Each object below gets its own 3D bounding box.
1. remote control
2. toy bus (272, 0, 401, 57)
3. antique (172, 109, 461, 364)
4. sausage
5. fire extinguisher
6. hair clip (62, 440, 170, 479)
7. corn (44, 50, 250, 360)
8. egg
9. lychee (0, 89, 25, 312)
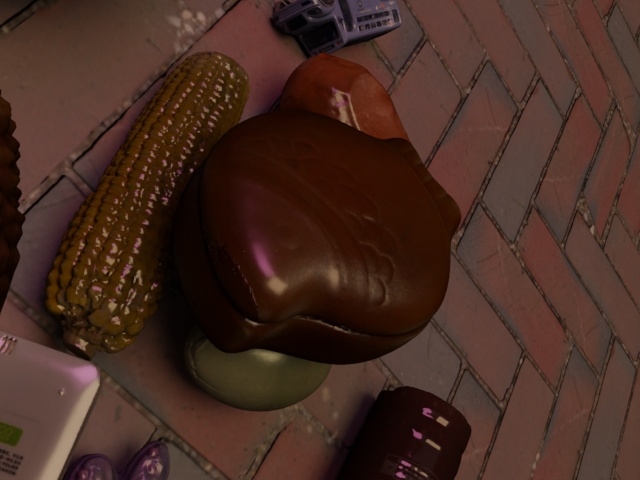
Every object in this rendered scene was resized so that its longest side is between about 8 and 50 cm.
[{"bbox_3d":[-0.245,0.189,0.473,0.103,0.034,0.250,21,65,-8],"label":"remote control"},{"bbox_3d":[0.024,-0.265,0.813,0.167,0.073,0.076,-30,105,-43],"label":"toy bus"},{"bbox_3d":[0.000,0.000,0.579,0.223,0.129,0.278,52,41,7],"label":"antique"},{"bbox_3d":[0.038,-0.077,0.754,0.133,0.133,0.258,-40,106,-40],"label":"sausage"},{"bbox_3d":[0.038,0.307,0.690,0.135,0.114,0.337,40,55,-12],"label":"fire extinguisher"},{"bbox_3d":[-0.127,0.238,0.563,0.278,0.090,0.137,24,60,-38],"label":"hair clip"},{"bbox_3d":[-0.144,-0.046,0.602,0.097,0.097,0.319,41,54,-31],"label":"corn"},{"bbox_3d":[-0.055,0.101,0.638,0.152,0.114,0.114,9,76,-44],"label":"egg"},{"bbox_3d":[-0.288,-0.023,0.334,0.268,0.268,0.267,10,75,-42],"label":"lychee"}]
